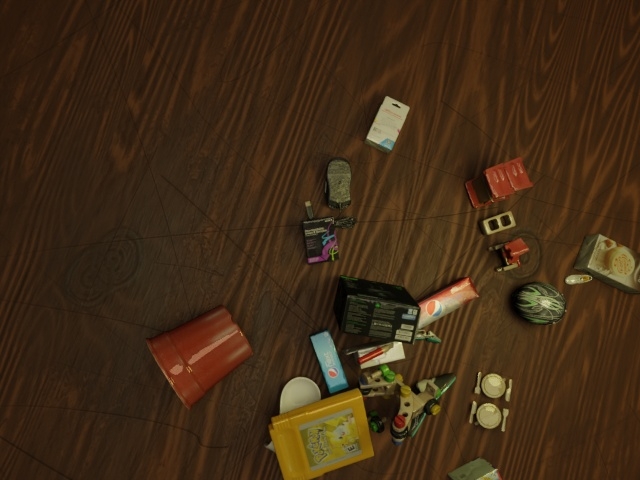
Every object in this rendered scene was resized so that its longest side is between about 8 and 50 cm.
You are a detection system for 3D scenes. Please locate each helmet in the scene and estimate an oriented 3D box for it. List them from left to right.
[{"bbox_3d":[0.793,0.228,1.934,0.170,0.161,0.169,1,84,-6],"label":"helmet"}]

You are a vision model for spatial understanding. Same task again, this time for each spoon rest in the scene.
[{"bbox_3d":[-0.101,0.604,1.835,0.137,0.084,0.276,29,83,-3],"label":"spoon rest"}]

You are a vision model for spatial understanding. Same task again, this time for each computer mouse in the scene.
[{"bbox_3d":[0.028,-0.166,1.940,0.184,0.060,0.261,-9,97,-11],"label":"computer mouse"}]

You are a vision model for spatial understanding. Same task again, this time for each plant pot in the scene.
[{"bbox_3d":[-0.383,0.364,1.750,0.265,0.272,0.272,-32,89,-16],"label":"plant pot"}]

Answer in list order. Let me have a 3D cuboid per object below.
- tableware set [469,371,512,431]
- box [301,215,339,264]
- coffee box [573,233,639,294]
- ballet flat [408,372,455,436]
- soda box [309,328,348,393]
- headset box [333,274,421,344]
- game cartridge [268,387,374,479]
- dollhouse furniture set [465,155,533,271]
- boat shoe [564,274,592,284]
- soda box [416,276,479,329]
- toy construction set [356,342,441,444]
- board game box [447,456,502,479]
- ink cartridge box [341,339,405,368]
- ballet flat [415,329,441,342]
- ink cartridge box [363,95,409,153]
[{"bbox_3d":[0.619,0.584,1.943,0.128,0.039,0.194,13,77,7],"label":"tableware set"},{"bbox_3d":[0.000,0.000,1.910,0.116,0.029,0.162,-11,102,-7],"label":"box"},{"bbox_3d":[1.111,0.091,2.015,0.247,0.098,0.141,24,83,-4],"label":"coffee box"},{"bbox_3d":[0.362,0.562,1.890,0.096,0.095,0.280,38,81,10],"label":"ballet flat"},{"bbox_3d":[0.028,0.422,1.875,0.071,0.067,0.210,-19,87,-8],"label":"soda box"},{"bbox_3d":[0.182,0.227,1.813,0.247,0.283,0.131,11,99,-4],"label":"headset box"},{"bbox_3d":[0.006,0.666,1.791,0.324,0.052,0.285,-17,115,-10],"label":"game cartridge"},{"bbox_3d":[0.682,-0.087,1.933,0.152,0.201,0.373,-18,86,-8],"label":"dollhouse furniture set"},{"bbox_3d":[0.982,0.147,2.027,0.100,0.035,0.035,-3,85,-7],"label":"boat shoe"},{"bbox_3d":[0.431,0.226,1.928,0.263,0.092,0.083,-27,87,-8],"label":"soda box"},{"bbox_3d":[0.265,0.486,1.780,0.237,0.257,0.308,-22,107,-22],"label":"toy construction set"},{"bbox_3d":[0.581,0.927,1.850,0.142,0.144,0.275,-23,88,-9],"label":"board game box"},{"bbox_3d":[0.182,0.398,1.871,0.198,0.115,0.067,-11,86,-6],"label":"ink cartridge box"},{"bbox_3d":[0.386,0.346,1.939,0.115,0.041,0.041,9,83,-6],"label":"ballet flat"},{"bbox_3d":[0.247,-0.430,1.987,0.104,0.061,0.181,25,83,-4],"label":"ink cartridge box"}]
